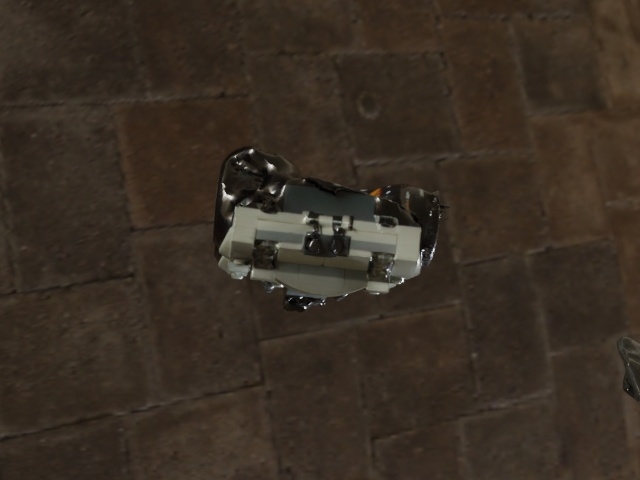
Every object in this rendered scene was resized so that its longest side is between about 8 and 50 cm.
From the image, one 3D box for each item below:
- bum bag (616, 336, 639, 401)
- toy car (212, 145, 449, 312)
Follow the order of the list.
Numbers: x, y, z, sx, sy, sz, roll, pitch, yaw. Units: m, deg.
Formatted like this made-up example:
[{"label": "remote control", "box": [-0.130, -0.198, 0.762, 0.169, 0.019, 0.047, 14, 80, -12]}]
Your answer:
[{"label": "bum bag", "box": [0.366, 0.158, 1.445, 0.197, 0.049, 0.087, 26, 34, -41]}, {"label": "toy car", "box": [0.000, 0.002, 1.218, 0.193, 0.301, 0.118, 6, 81, -5]}]
